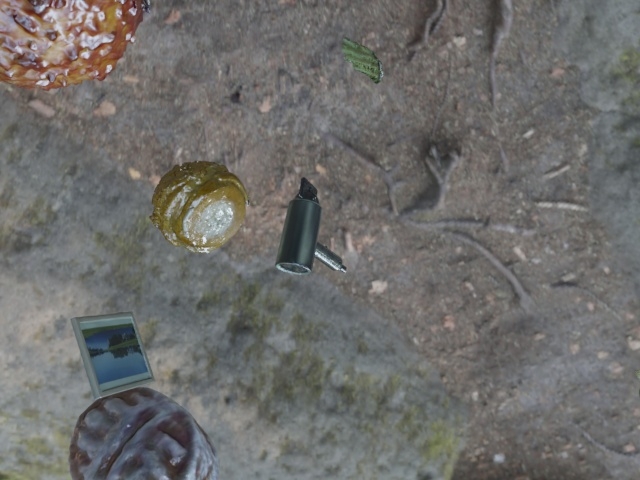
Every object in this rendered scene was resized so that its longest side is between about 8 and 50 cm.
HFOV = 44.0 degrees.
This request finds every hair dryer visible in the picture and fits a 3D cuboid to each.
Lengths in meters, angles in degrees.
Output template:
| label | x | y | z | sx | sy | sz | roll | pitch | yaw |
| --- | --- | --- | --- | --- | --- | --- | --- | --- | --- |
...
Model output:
| label | x | y | z | sx | sy | sz | roll | pitch | yaw |
| --- | --- | --- | --- | --- | --- | --- | --- | --- | --- |
| hair dryer | 0.000 | 0.000 | 1.724 | 0.078 | 0.196 | 0.248 | 1 | 159 | 29 |

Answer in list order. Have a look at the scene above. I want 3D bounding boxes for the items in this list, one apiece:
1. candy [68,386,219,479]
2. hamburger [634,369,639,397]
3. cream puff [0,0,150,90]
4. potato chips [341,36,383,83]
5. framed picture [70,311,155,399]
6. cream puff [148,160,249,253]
| label | x | y | z | sx | sy | sz | roll | pitch | yaw |
| --- | --- | --- | --- | --- | --- | --- | --- | --- | --- |
| candy | -0.303 | 0.378 | 1.365 | 0.214 | 0.289 | 0.157 | -50 | 138 | -19 |
| hamburger | 0.362 | 0.124 | 0.660 | 0.189 | 0.093 | 0.164 | -15 | 113 | 32 |
| cream puff | -0.316 | -0.294 | 0.752 | 0.228 | 0.350 | 0.350 | -29 | 132 | -10 |
| potato chips | 0.102 | -0.437 | 1.931 | 0.028 | 0.207 | 0.092 | -24 | 124 | -16 |
| framed picture | -0.279 | 0.152 | 1.074 | 0.011 | 0.109 | 0.149 | -22 | 173 | 14 |
| cream puff | -0.195 | -0.058 | 1.244 | 0.150 | 0.115 | 0.165 | -43 | 147 | -16 |
